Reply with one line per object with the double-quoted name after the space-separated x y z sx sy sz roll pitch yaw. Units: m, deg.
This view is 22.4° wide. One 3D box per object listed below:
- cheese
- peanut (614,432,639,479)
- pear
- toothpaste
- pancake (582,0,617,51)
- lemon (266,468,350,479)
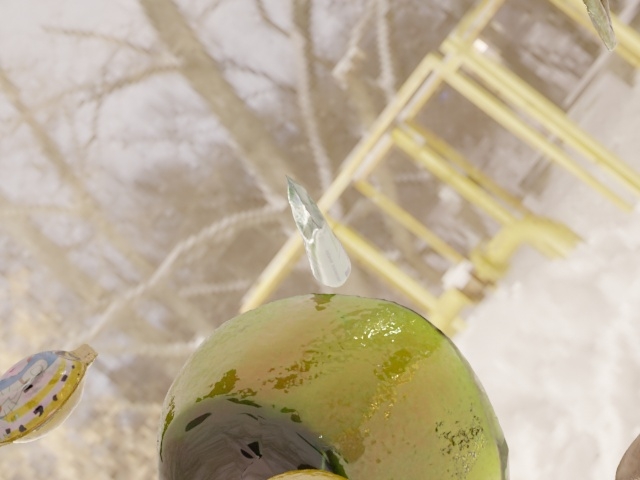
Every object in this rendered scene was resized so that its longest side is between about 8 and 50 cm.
-0.353 0.203 1.825 0.250 0.064 0.156 -43 25 -10 "cheese"
0.226 0.118 0.935 0.152 0.076 0.076 -55 -2 29 "peanut"
-0.016 0.252 1.676 0.399 0.399 0.165 -52 -12 24 "pear"
0.000 0.000 1.889 0.048 0.074 0.297 -31 -19 -3 "toothpaste"
0.246 -0.228 1.482 0.023 0.116 0.129 -23 32 17 "pancake"
-0.014 0.293 1.379 0.203 0.178 0.178 -55 0 -21 "lemon"
